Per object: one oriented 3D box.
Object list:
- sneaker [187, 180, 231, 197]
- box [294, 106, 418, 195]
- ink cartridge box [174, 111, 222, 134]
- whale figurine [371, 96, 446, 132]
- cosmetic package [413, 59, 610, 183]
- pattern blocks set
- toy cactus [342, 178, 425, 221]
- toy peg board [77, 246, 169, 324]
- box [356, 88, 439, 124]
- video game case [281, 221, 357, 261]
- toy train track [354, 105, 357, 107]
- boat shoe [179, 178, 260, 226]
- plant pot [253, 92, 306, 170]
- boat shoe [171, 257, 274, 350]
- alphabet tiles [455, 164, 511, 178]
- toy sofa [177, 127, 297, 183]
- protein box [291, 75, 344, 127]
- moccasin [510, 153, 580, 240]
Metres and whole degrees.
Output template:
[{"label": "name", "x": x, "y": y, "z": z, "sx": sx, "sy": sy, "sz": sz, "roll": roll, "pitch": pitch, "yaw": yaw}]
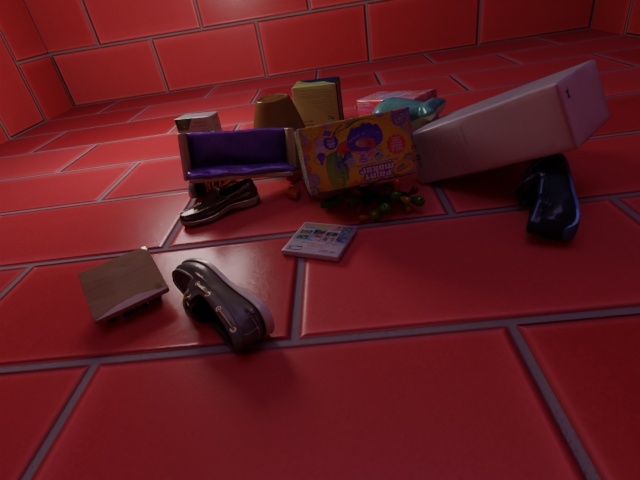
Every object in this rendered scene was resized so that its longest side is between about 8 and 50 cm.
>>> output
[{"label": "sneaker", "x": -0.381, "y": -0.210, "z": 1.427, "sx": 0.083, "sy": 0.084, "sz": 0.215, "roll": 14, "pitch": 38, "yaw": 23}, {"label": "box", "x": 0.087, "y": -0.255, "z": 1.161, "sx": 0.291, "sy": 0.176, "sz": 0.279, "roll": -12, "pitch": 15, "yaw": -3}, {"label": "ink cartridge box", "x": -0.469, "y": -0.397, "z": 1.625, "sx": 0.153, "sy": 0.208, "sz": 0.086, "roll": 0, "pitch": 30, "yaw": 13}, {"label": "whale figurine", "x": 0.282, "y": -0.429, "z": 1.373, "sx": 0.216, "sy": 0.141, "sz": 0.272, "roll": -45, "pitch": 20, "yaw": -28}, {"label": "cosmetic package", "x": 0.485, "y": -0.306, "z": 1.117, "sx": 0.230, "sy": 0.161, "sz": 0.454, "roll": -34, "pitch": 15, "yaw": -31}, {"label": "pattern blocks set", "x": 0.026, "y": -0.189, "z": 1.333, "sx": 0.286, "sy": 0.026, "sz": 0.324, "roll": -13, "pitch": 32, "yaw": -4}, {"label": "toy cactus", "x": 0.176, "y": -0.127, "z": 1.144, "sx": 0.219, "sy": 0.112, "sz": 0.180, "roll": -10, "pitch": 21, "yaw": 15}, {"label": "toy peg board", "x": -0.453, "y": 0.118, "z": 0.956, "sx": 0.161, "sy": 0.079, "sz": 0.160, "roll": -27, "pitch": 52, "yaw": -24}, {"label": "box", "x": 0.304, "y": -0.506, "z": 1.612, "sx": 0.142, "sy": 0.153, "sz": 0.300, "roll": -31, "pitch": 33, "yaw": -30}, {"label": "video game case", "x": 0.000, "y": 0.000, "z": 1.053, "sx": 0.158, "sy": 0.019, "sz": 0.143, "roll": 6, "pitch": 35, "yaw": 25}, {"label": "toy train track", "x": 0.206, "y": -0.683, "z": 2.072, "sx": 0.083, "sy": 0.014, "sz": 0.048, "roll": -26, "pitch": 28, "yaw": -33}, {"label": "boat shoe", "x": -0.321, "y": -0.129, "z": 1.268, "sx": 0.258, "sy": 0.095, "sz": 0.095, "roll": -25, "pitch": 35, "yaw": -22}, {"label": "plant pot", "x": -0.153, "y": -0.400, "z": 1.501, "sx": 0.238, "sy": 0.254, "sz": 0.237, "roll": -7, "pitch": 33, "yaw": 5}, {"label": "boat shoe", "x": -0.227, "y": 0.124, "z": 0.837, "sx": 0.305, "sy": 0.109, "sz": 0.091, "roll": 24, "pitch": 40, "yaw": 36}, {"label": "alphabet tiles", "x": 0.558, "y": -0.276, "z": 1.237, "sx": 0.285, "sy": 0.011, "sz": 0.343, "roll": -11, "pitch": 22, "yaw": 49}, {"label": "toy sofa", "x": -0.261, "y": -0.281, "z": 1.309, "sx": 0.364, "sy": 0.150, "sz": 0.177, "roll": -7, "pitch": 17, "yaw": -14}, {"label": "protein box", "x": -0.007, "y": -0.619, "z": 1.851, "sx": 0.200, "sy": 0.201, "sz": 0.135, "roll": -1, "pitch": 33, "yaw": 13}, {"label": "moccasin", "x": 0.545, "y": -0.133, "z": 1.003, "sx": 0.117, "sy": 0.137, "sz": 0.341, "roll": 3, "pitch": 34, "yaw": 17}]
